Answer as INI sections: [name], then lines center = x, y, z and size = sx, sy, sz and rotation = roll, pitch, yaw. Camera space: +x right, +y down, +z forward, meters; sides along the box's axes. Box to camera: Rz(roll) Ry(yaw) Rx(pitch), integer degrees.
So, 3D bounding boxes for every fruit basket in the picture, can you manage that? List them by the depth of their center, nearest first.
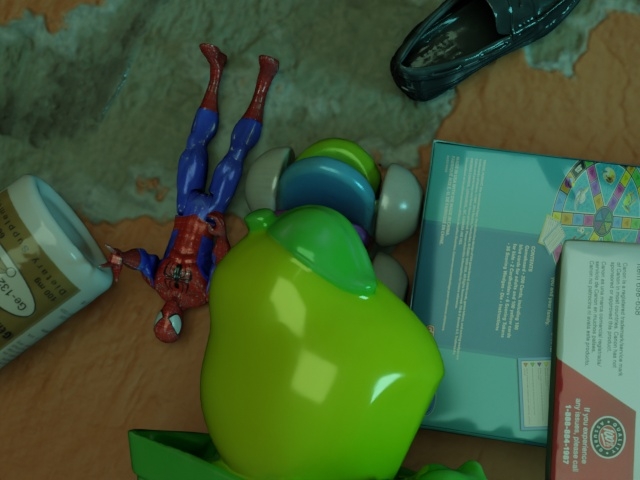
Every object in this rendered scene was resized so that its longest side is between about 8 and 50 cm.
[fruit basket]
center = 0.025, 0.164, 0.971
size = 0.392, 0.283, 0.392
rotation = -18, 67, 49

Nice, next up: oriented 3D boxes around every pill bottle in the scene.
[pill bottle]
center = -0.317, 0.055, 1.190
size = 0.229, 0.131, 0.131
rotation = -37, 78, 1

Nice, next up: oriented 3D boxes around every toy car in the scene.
[toy car]
center = 0.000, 0.000, 1.143
size = 0.159, 0.136, 0.182
rotation = 11, 96, 11

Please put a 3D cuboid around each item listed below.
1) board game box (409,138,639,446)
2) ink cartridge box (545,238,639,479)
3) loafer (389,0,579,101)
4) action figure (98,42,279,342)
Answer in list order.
[board game box]
center = 0.248, 0.062, 1.137
size = 0.336, 0.079, 0.253
rotation = 8, 83, 9
[ink cartridge box]
center = 0.319, 0.110, 1.020
size = 0.273, 0.114, 0.197
rotation = 3, 82, 9
[loafer]
center = 0.161, -0.207, 1.191
size = 0.223, 0.078, 0.076
rotation = -35, 79, 1
[action figure]
center = -0.115, -0.045, 1.180
size = 0.091, 0.139, 0.280
rotation = 12, 85, 11
